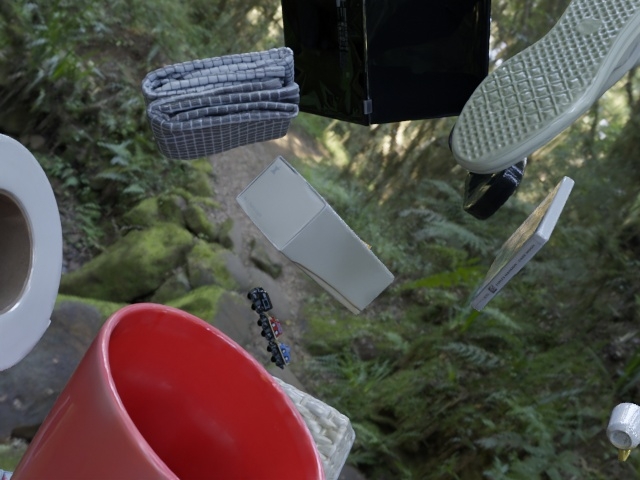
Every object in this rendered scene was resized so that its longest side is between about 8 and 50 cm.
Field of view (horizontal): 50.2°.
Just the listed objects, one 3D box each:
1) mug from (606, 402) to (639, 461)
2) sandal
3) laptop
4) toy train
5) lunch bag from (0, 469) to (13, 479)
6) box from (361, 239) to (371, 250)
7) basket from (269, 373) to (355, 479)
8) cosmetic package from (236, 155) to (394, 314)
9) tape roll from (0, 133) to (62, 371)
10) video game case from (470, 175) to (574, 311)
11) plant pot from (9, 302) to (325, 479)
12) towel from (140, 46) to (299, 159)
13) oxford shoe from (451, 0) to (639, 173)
[{"bbox_3d":[0.492,0.309,1.090,0.064,0.062,0.078,-24,85,-48],"label":"mug"},{"bbox_3d":[0.316,-0.193,1.314,0.107,0.168,0.446,34,28,-5],"label":"sandal"},{"bbox_3d":[0.131,-0.467,1.490,0.407,0.236,0.382,21,-55,43],"label":"laptop"},{"bbox_3d":[-0.083,0.148,1.152,0.027,0.036,0.158,22,-46,58],"label":"toy train"},{"bbox_3d":[-0.562,0.450,1.216,0.053,0.083,0.071,97,5,-57],"label":"lunch bag"},{"bbox_3d":[0.050,0.013,1.538,0.136,0.081,0.028,37,47,-2],"label":"box"},{"bbox_3d":[-0.133,0.456,1.417,0.331,0.328,0.266,26,-18,11],"label":"basket"},{"bbox_3d":[0.000,0.000,1.237,0.160,0.113,0.309,48,3,38],"label":"cosmetic package"},{"bbox_3d":[-0.404,0.012,0.703,0.246,0.169,0.246,1,90,-83],"label":"tape roll"},{"bbox_3d":[0.309,0.004,1.046,0.022,0.173,0.190,37,42,6],"label":"video game case"},{"bbox_3d":[-0.171,0.241,0.670,0.275,0.243,0.275,40,14,-12],"label":"plant pot"},{"bbox_3d":[-0.178,-0.240,1.277,0.235,0.283,0.122,126,-47,-79],"label":"towel"},{"bbox_3d":[0.384,-0.252,1.081,0.169,0.449,0.130,35,-16,36],"label":"oxford shoe"}]
